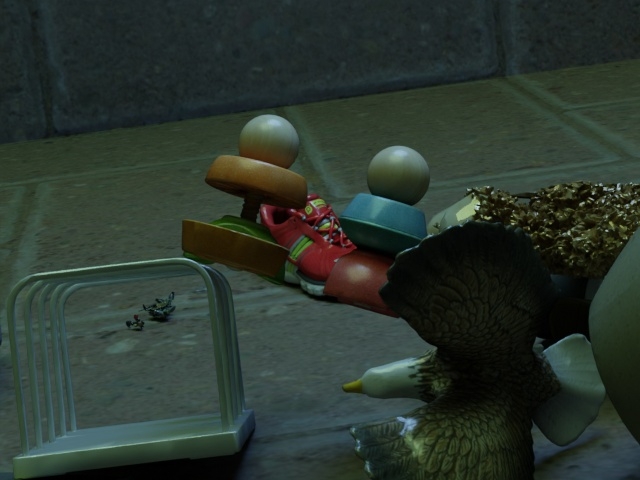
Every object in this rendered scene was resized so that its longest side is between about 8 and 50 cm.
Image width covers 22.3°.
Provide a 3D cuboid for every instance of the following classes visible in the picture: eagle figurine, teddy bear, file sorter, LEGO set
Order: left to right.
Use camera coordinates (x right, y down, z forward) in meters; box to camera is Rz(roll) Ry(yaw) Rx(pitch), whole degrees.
[{"bbox_3d":[-0.171,0.112,1.508,0.193,0.173,0.277,-6,-3,0],"label":"file sorter"},{"bbox_3d":[-0.209,0.094,2.054,0.083,0.023,0.054,-31,22,-29],"label":"LEGO set"},{"bbox_3d":[0.126,0.117,1.411,0.225,0.226,0.298,-38,-5,0],"label":"eagle figurine"},{"bbox_3d":[0.265,0.001,1.656,0.338,0.113,0.245,0,-6,-20],"label":"teddy bear"}]

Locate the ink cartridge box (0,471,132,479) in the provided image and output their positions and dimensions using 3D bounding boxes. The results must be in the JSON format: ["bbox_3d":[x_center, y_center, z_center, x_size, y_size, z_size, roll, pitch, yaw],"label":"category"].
[{"bbox_3d":[-0.354,0.238,1.326,0.307,0.072,0.303,0,3,20],"label":"ink cartridge box"}]

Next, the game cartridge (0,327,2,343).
[{"bbox_3d":[-0.466,0.110,1.864,0.196,0.060,0.294,-13,-6,-9],"label":"game cartridge"}]

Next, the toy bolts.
[{"bbox_3d":[-0.009,-0.035,1.517,0.228,0.158,0.218,16,-4,8],"label":"toy bolts"}]

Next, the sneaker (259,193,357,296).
[{"bbox_3d":[0.000,0.000,2.111,0.107,0.118,0.279,-18,18,-35],"label":"sneaker"}]

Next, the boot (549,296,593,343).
[{"bbox_3d":[0.359,0.090,1.674,0.165,0.077,0.213,-19,24,-38],"label":"boot"}]

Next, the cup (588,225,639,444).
[{"bbox_3d":[0.367,0.072,1.356,0.237,0.331,0.331,-29,3,29],"label":"cup"}]

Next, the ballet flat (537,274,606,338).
[{"bbox_3d":[0.327,0.044,1.838,0.096,0.095,0.280,9,21,32],"label":"ballet flat"}]
